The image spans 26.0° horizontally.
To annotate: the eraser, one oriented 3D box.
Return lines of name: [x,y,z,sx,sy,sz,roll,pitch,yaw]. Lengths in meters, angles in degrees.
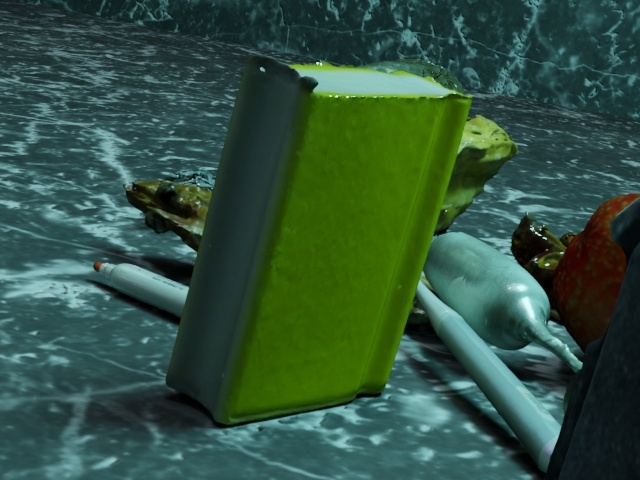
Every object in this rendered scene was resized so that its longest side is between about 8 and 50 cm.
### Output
eraser: [0.000,0.000,0.864,0.069,0.226,0.158,30,23,36]

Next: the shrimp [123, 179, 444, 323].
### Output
shrimp: [-0.030,0.006,1.148,0.294,0.062,0.154,24,10,9]

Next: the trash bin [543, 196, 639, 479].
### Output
trash bin: [0.297,0.125,0.522,0.367,0.256,0.296,12,8,-26]

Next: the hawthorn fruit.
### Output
hawthorn fruit: [0.270,0.059,1.004,0.162,0.163,0.203,-3,44,-44]

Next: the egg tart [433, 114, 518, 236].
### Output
egg tart: [0.052,-0.051,1.370,0.297,0.132,0.297,-4,6,0]

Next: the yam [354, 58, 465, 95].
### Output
yam: [0.101,-0.179,1.903,0.154,0.154,0.254,16,13,29]

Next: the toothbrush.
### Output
toothbrush: [0.101,0.066,0.969,0.025,0.030,0.342,20,17,-23]

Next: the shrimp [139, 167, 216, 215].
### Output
shrimp: [-0.121,-0.040,1.326,0.065,0.057,0.165,36,15,30]

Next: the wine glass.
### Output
wine glass: [0.143,0.057,0.996,0.074,0.074,0.262,4,19,-22]

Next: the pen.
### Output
pen: [-0.097,0.048,1.021,0.218,0.026,0.026,19,16,38]

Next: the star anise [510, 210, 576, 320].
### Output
star anise: [0.224,0.027,1.263,0.097,0.070,0.190,45,25,21]
